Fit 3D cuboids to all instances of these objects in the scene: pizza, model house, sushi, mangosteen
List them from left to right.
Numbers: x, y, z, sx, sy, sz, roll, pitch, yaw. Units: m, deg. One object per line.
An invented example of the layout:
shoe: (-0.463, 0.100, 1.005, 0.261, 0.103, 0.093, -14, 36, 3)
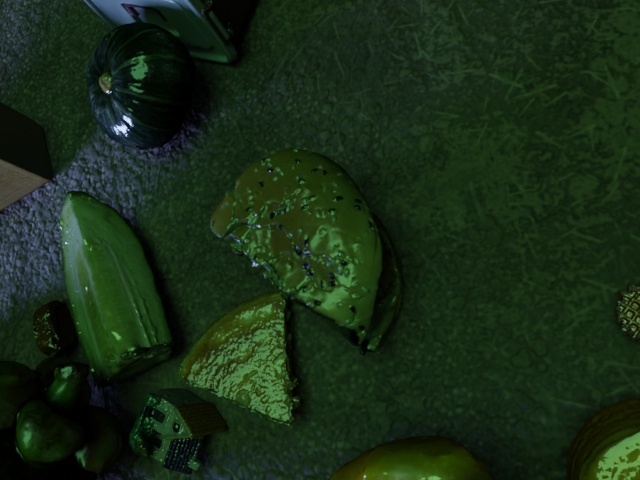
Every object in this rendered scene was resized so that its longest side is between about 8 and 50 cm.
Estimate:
mangosteen: (-0.452, 0.301, 0.795, 0.300, 0.300, 0.300, -5, 75, 21)
sushi: (-0.464, 0.158, 0.959, 0.055, 0.052, 0.120, -34, 67, 12)
model house: (-0.206, 0.282, 0.804, 0.100, 0.088, 0.100, 21, 89, 26)
pizza: (-0.098, 0.189, 0.799, 0.201, 0.053, 0.193, -31, 66, 1)

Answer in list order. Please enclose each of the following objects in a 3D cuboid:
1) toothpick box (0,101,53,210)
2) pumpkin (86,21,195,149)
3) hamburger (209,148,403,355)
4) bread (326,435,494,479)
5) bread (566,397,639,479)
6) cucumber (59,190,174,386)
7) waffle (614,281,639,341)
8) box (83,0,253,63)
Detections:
toothpick box: (-0.695, -0.123, 1.058, 0.308, 0.187, 0.190, -26, 68, 11)
pumpkin: (-0.300, -0.259, 0.939, 0.212, 0.152, 0.211, 14, 111, 40)
hamburger: (0.000, 0.000, 0.743, 0.288, 0.168, 0.192, 36, 94, 26)
bread: (0.125, 0.404, 0.549, 0.361, 0.250, 0.394, -42, 60, 24)
bread: (0.356, 0.294, 0.539, 0.195, 0.143, 0.269, -27, 72, 20)
cucumber: (-0.341, 0.070, 0.907, 0.145, 0.105, 0.325, -47, 62, 36)
waffle: (0.383, 0.083, 0.643, 0.075, 0.029, 0.083, -5, 72, 18)
box: (-0.258, -0.441, 0.949, 0.294, 0.193, 0.167, 18, 79, 25)
